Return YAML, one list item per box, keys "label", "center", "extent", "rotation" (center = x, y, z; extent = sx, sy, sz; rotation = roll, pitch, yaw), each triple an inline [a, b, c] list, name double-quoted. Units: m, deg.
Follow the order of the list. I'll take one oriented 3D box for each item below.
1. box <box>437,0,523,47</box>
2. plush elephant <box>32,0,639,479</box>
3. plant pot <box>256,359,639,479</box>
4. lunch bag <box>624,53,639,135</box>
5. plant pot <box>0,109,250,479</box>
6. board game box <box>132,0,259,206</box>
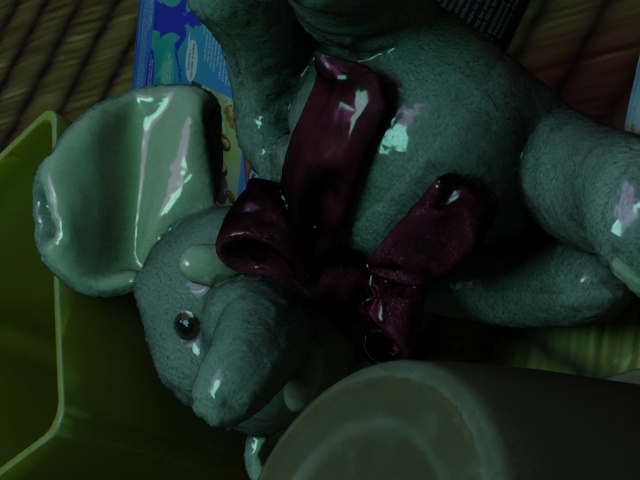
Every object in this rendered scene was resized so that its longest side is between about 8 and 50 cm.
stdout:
- label: "box"
  center: [-0.004, -0.231, 1.074]
  extent: [0.165, 0.270, 0.143]
  rotation: [25, 89, 53]
- label: "plush elephant"
  center: [0.000, 0.000, 0.945]
  extent: [0.255, 0.272, 0.330]
  rotation: [-52, 6, 0]
- label: "plant pot"
  center: [0.093, 0.156, 0.775]
  extent: [0.263, 0.229, 0.263]
  rotation: [-26, 53, 39]
- label: "lunch bag"
  center: [0.192, -0.065, 0.929]
  extent: [0.071, 0.053, 0.083]
  rotation: [-11, 51, 43]
- label: "plant pot"
  center: [-0.138, 0.088, 1.109]
  extent: [0.212, 0.187, 0.212]
  rotation: [-37, 45, 35]
- label: "board game box"
  center: [-0.053, -0.087, 1.180]
  extent: [0.210, 0.047, 0.160]
  rotation: [34, 122, 52]
